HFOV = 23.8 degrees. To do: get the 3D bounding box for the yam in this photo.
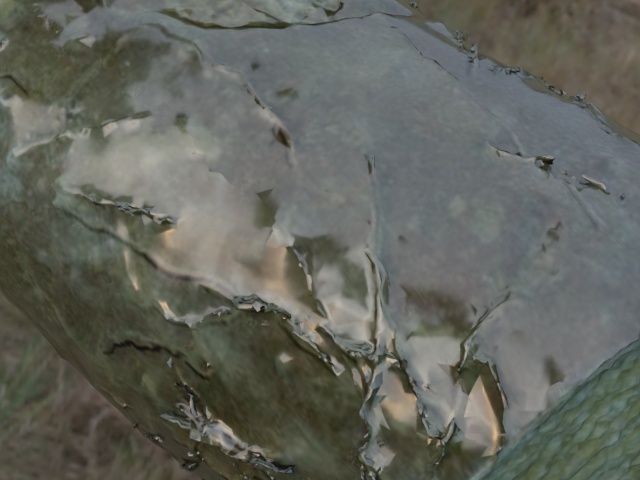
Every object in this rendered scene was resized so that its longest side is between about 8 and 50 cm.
[{"bbox_3d":[0.000,0.000,0.428,0.254,0.154,0.154,35,35,18],"label":"yam"}]
